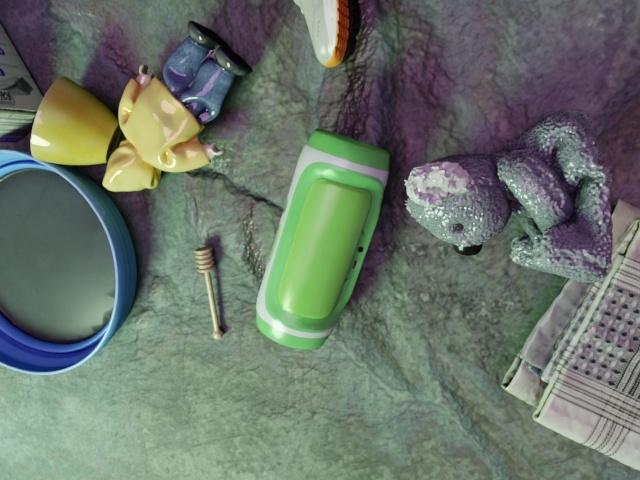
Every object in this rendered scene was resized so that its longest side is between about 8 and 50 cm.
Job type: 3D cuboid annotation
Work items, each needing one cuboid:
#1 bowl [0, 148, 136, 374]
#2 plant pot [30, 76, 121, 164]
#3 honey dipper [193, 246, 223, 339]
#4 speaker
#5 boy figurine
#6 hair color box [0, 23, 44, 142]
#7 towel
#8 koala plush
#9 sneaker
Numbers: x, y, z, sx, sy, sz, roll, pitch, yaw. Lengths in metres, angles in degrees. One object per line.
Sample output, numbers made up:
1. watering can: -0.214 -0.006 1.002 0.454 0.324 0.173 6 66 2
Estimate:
1. bowl: -0.503 0.038 0.827 0.392 0.077 0.390 3 102 12
2. plant pot: -0.370 -0.172 0.737 0.095 0.134 0.134 20 106 -16
3. honey dipper: -0.181 0.090 0.788 0.031 0.030 0.160 -5 104 14
4. speaker: 0.000 0.000 0.675 0.131 0.131 0.296 20 105 9
5. boy figurine: -0.223 -0.173 0.711 0.177 0.092 0.285 41 108 2
6. hair color box: -0.595 -0.322 0.720 0.110 0.185 0.338 -29 93 17
7. towel: 0.450 0.150 0.615 0.325 0.056 0.312 27 100 5
8. koala plush: 0.214 -0.057 0.590 0.222 0.196 0.203 1 90 14
9. sneaker: -0.022 -0.359 0.633 0.121 0.099 0.262 -7 92 22
